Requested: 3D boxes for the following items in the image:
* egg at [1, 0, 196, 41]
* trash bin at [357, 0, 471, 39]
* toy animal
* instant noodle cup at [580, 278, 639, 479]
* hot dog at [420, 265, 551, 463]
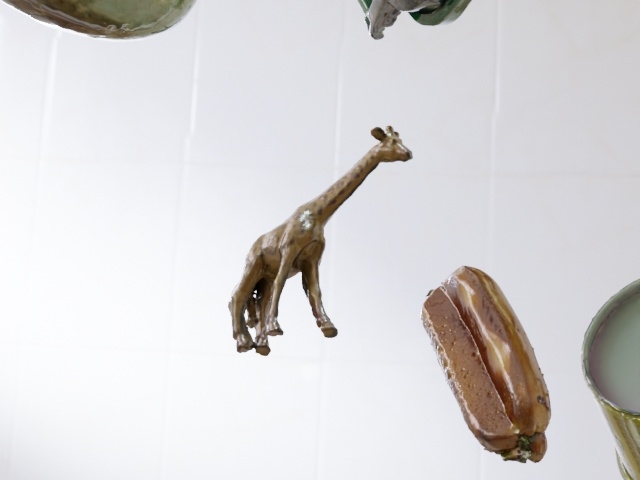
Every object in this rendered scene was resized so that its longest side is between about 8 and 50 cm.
[{"bbox_3d":[-0.163,-0.222,0.681,0.231,0.169,0.169,46,5,17],"label":"egg"},{"bbox_3d":[0.202,-0.342,0.951,0.381,0.259,0.295,-6,-29,-35],"label":"trash bin"},{"bbox_3d":[-0.007,-0.001,1.082,0.149,0.276,0.054,9,-25,45],"label":"toy animal"},{"bbox_3d":[0.330,0.131,0.925,0.205,0.205,0.153,-4,-39,40],"label":"instant noodle cup"},{"bbox_3d":[0.080,0.057,0.500,0.037,0.122,0.049,28,-63,-30],"label":"hot dog"}]
